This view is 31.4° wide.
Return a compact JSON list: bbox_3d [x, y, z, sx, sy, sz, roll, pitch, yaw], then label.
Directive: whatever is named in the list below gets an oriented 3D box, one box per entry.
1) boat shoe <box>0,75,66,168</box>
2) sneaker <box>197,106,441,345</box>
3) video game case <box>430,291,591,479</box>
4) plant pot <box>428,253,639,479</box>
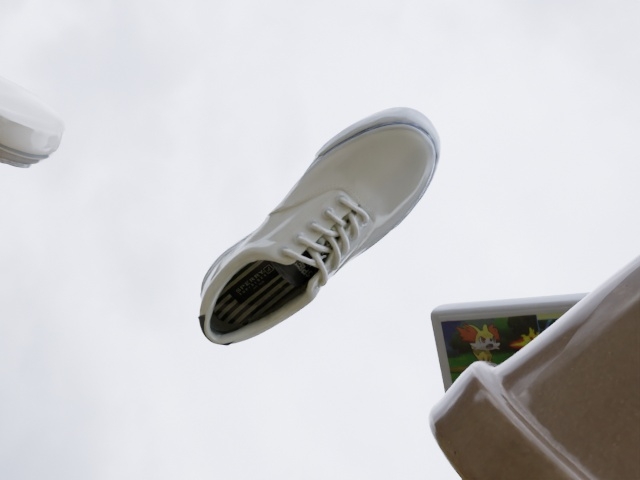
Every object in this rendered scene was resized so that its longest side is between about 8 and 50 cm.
[{"bbox_3d":[-0.204,-0.064,0.606,0.184,0.066,0.063,25,-80,33],"label":"boat shoe"},{"bbox_3d":[0.000,0.000,0.928,0.094,0.091,0.258,39,-68,-18],"label":"sneaker"},{"bbox_3d":[0.281,0.194,1.071,0.329,0.036,0.300,-7,-81,31],"label":"video game case"},{"bbox_3d":[0.244,0.117,0.794,0.263,0.263,0.229,39,-82,25],"label":"plant pot"}]
